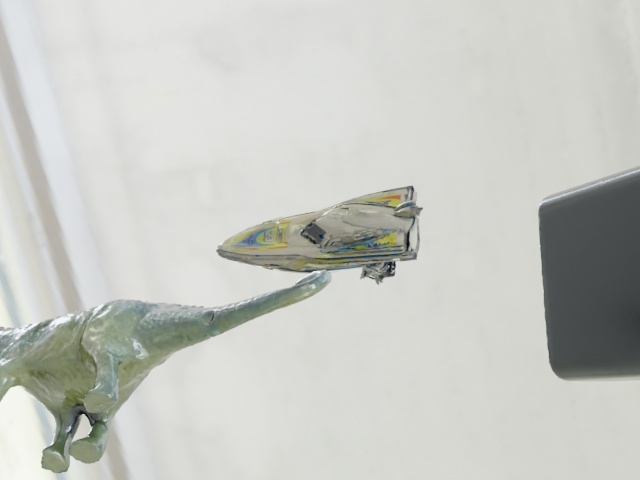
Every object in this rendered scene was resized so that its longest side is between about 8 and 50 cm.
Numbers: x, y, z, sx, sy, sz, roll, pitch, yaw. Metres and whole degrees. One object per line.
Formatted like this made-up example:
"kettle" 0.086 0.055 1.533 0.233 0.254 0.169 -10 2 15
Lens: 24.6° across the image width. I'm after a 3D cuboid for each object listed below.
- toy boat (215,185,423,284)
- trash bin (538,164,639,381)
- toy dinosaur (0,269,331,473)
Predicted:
"toy boat" 0.000 0.000 1.396 0.210 0.084 0.066 -7 -41 14
"trash bin" 0.275 0.021 1.067 0.225 0.115 0.165 -15 -104 54
"toy dinosaur" -0.167 0.086 1.061 0.362 0.147 0.076 -9 -42 26
